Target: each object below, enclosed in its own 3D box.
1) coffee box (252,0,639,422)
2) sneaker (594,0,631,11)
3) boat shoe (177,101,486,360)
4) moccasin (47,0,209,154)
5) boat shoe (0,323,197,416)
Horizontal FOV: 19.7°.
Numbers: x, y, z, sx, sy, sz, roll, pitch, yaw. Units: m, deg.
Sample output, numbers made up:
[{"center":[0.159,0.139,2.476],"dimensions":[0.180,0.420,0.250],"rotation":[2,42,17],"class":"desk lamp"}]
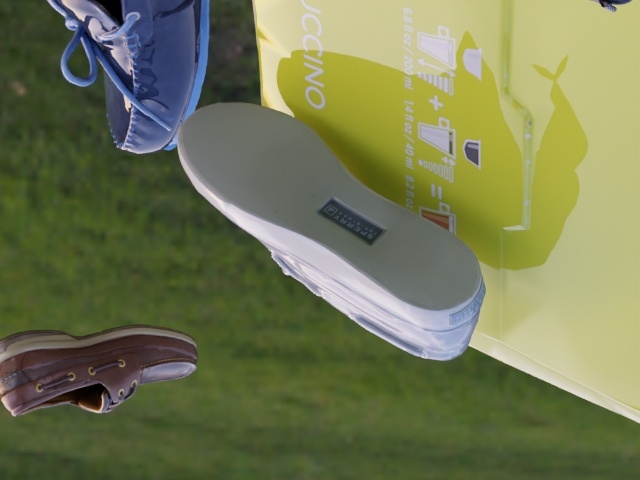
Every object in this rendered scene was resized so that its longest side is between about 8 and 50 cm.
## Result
[{"center":[0.185,-0.139,1.165],"dimensions":[0.338,0.334,0.337],"rotation":[24,136,29],"class":"coffee box"},{"center":[0.140,-0.141,0.778],"dimensions":[0.038,0.098,0.069],"rotation":[17,-165,-23],"class":"sneaker"},{"center":[0.001,0.000,1.118],"dimensions":[0.227,0.079,0.081],"rotation":[35,149,26],"class":"boat shoe"},{"center":[-0.155,-0.209,1.398],"dimensions":[0.117,0.137,0.342],"rotation":[-13,134,-22],"class":"moccasin"},{"center":[-0.169,0.103,1.396],"dimensions":[0.178,0.060,0.064],"rotation":[-1,153,-39],"class":"boat shoe"}]
